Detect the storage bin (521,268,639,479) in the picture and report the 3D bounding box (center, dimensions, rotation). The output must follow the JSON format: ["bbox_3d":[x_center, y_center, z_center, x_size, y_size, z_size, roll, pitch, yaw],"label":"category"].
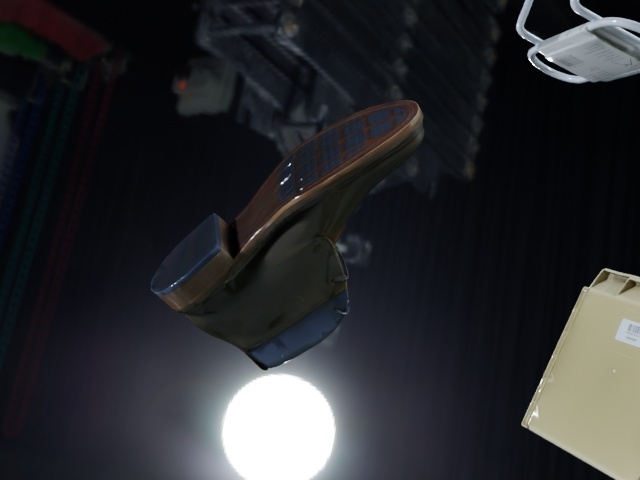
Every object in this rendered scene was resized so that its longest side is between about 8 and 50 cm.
[{"bbox_3d":[0.429,0.192,1.296,0.123,0.260,0.262,26,-1,-21],"label":"storage bin"}]

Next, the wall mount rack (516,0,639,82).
[{"bbox_3d":[0.483,-0.315,1.519,0.304,0.130,0.350,24,-3,-11],"label":"wall mount rack"}]

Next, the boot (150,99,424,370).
[{"bbox_3d":[0.000,0.000,0.670,0.219,0.082,0.106,-34,-64,17],"label":"boot"}]
